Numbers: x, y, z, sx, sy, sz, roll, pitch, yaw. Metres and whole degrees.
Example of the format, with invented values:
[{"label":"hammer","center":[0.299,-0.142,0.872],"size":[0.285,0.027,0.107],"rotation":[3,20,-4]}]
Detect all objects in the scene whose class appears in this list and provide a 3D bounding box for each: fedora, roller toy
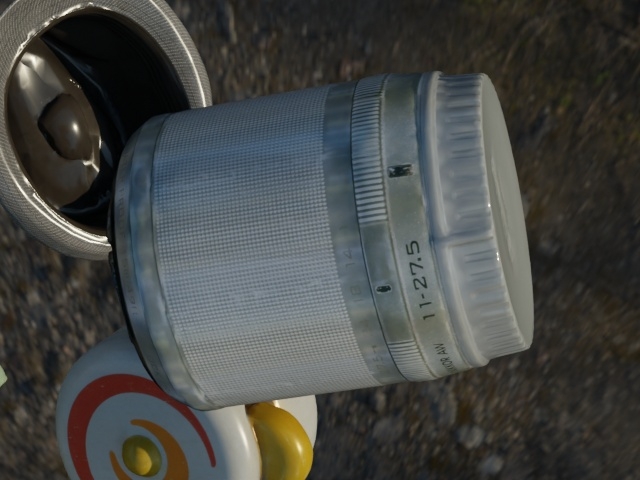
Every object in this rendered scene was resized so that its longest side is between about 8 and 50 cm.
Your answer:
[{"label":"fedora","center":[-0.228,-0.117,1.563],"size":[0.243,0.124,0.275],"rotation":[-47,122,-23]},{"label":"roller toy","center":[-0.112,0.154,1.391],"size":[0.209,0.191,0.146],"rotation":[43,34,9]}]

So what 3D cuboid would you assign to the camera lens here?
[{"label":"camera lens","center":[0.000,0.000,1.211],"size":[0.274,0.219,0.219],"rotation":[-9,73,13]}]

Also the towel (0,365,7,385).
[{"label":"towel","center":[-0.414,0.043,1.455],"size":[0.038,0.248,0.324],"rotation":[-23,104,29]}]
